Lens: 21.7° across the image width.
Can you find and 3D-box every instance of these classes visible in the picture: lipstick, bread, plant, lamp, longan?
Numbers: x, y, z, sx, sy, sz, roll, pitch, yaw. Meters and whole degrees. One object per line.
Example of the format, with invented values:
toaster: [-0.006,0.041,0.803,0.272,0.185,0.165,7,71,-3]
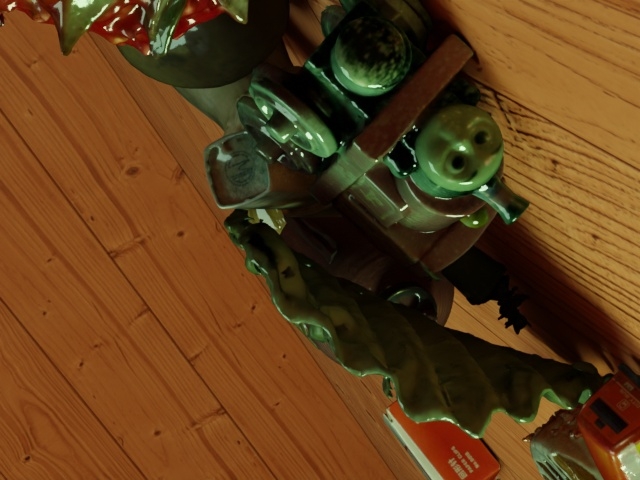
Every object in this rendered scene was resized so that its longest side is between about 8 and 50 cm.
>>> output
lipstick: [-0.011,-0.062,1.522,0.253,0.077,0.079,-4,-103,-63]
bread: [0.276,0.237,1.659,0.160,0.073,0.160,52,174,8]
plant: [0.164,0.048,1.567,0.102,0.051,0.051,41,175,-10]
lamp: [0.042,0.039,1.787,0.180,0.180,0.258,56,173,-27]
longan: [-0.113,-0.224,1.566,0.187,0.167,0.167,11,142,52]

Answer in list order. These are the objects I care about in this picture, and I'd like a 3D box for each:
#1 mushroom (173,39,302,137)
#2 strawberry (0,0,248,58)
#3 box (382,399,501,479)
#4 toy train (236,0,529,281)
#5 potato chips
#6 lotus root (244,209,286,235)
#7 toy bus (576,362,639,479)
mushroom: [-0.131,-0.231,1.763,0.407,0.137,0.154,56,163,30]
strawberry: [-0.157,-0.280,1.081,0.343,0.292,0.292,39,165,50]
box: [0.182,0.311,2.517,0.182,0.099,0.133,52,175,13]
toy train: [0.054,-0.083,1.300,0.221,0.150,0.304,42,172,-1]
potato chips: [0.073,0.085,1.485,0.373,0.097,0.389,23,-179,-2]
lotus root: [0.001,-0.002,2.022,0.303,0.131,0.146,60,169,-30]
toy bus: [0.275,0.187,1.398,0.079,0.077,0.174,45,169,48]
